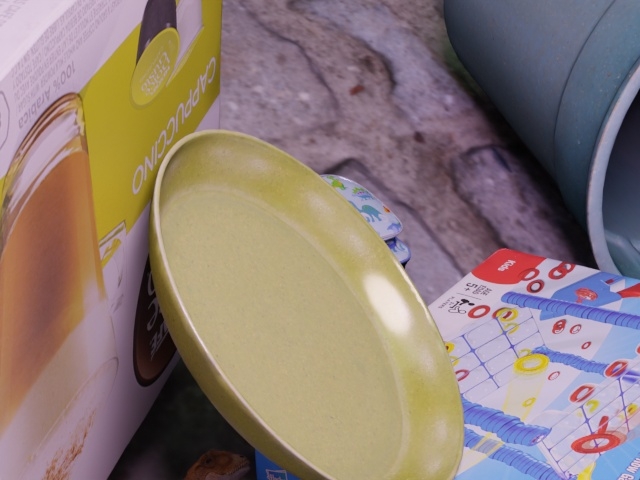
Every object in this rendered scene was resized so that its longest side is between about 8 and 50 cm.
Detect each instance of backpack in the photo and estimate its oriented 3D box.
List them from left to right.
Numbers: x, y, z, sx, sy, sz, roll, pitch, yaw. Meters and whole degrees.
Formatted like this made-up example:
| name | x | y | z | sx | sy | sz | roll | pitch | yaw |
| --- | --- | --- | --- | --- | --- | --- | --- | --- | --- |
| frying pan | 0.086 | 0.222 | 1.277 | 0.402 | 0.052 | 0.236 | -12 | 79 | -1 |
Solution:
| name | x | y | z | sx | sy | sz | roll | pitch | yaw |
| --- | --- | --- | --- | --- | --- | --- | --- | --- | --- |
| backpack | 0.000 | 0.000 | 1.103 | 0.105 | 0.084 | 0.114 | -20 | 48 | -41 |

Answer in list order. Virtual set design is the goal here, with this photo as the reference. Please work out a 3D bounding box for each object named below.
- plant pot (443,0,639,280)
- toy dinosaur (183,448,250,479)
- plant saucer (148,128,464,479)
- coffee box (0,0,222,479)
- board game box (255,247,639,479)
| name | x | y | z | sx | sy | sz | roll | pitch | yaw |
| --- | --- | --- | --- | --- | --- | --- | --- | --- | --- |
| plant pot | 0.286 | -0.160 | 1.243 | 0.341 | 0.341 | 0.334 | -4 | 33 | -25 |
| toy dinosaur | -0.090 | 0.197 | 0.808 | 0.112 | 0.064 | 0.211 | 40 | 33 | 2 |
| plant saucer | -0.012 | 0.046 | 0.823 | 0.241 | 0.037 | 0.241 | 37 | 31 | -27 |
| coffee box | -0.262 | -0.033 | 0.805 | 0.338 | 0.334 | 0.338 | 13 | 36 | 11 |
| board game box | 0.171 | 0.131 | 0.919 | 0.302 | 0.086 | 0.308 | 14 | 31 | 33 |
